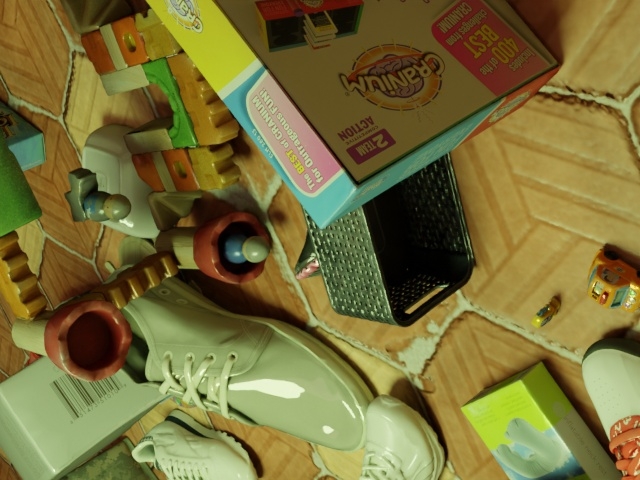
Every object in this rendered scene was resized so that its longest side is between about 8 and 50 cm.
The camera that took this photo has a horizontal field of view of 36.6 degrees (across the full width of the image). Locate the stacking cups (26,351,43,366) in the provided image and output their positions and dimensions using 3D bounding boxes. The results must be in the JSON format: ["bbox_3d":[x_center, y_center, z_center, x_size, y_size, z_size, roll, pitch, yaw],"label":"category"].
[{"bbox_3d":[-0.537,0.292,1.874,0.096,0.096,0.316,40,139,23],"label":"stacking cups"}]

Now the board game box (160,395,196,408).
[{"bbox_3d":[-0.250,0.196,1.504,0.133,0.033,0.169,-26,95,55],"label":"board game box"}]

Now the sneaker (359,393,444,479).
[{"bbox_3d":[0.077,0.285,1.105,0.090,0.115,0.232,19,129,42],"label":"sneaker"}]

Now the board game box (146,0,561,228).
[{"bbox_3d":[0.001,-0.195,0.738,0.316,0.242,0.064,53,146,8],"label":"board game box"}]

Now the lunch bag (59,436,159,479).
[{"bbox_3d":[-0.367,0.540,1.723,0.287,0.235,0.169,49,138,14],"label":"lunch bag"}]

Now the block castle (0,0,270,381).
[{"bbox_3d":[-0.251,-0.109,1.051,0.213,0.303,0.453,-1,116,49],"label":"block castle"}]

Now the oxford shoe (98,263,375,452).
[{"bbox_3d":[-0.132,0.163,1.233,0.449,0.130,0.169,23,125,26],"label":"oxford shoe"}]

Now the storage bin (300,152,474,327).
[{"bbox_3d":[0.059,-0.024,0.894,0.084,0.122,0.180,8,121,47],"label":"storage bin"}]

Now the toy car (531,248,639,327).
[{"bbox_3d":[0.228,0.059,0.823,0.060,0.040,0.122,48,143,14],"label":"toy car"}]

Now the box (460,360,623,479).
[{"bbox_3d":[0.226,0.214,0.940,0.178,0.042,0.109,55,145,6],"label":"box"}]

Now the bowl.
[{"bbox_3d":[-0.268,-0.077,1.279,0.142,0.053,0.142,20,112,41],"label":"bowl"}]

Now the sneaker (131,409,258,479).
[{"bbox_3d":[-0.190,0.341,1.488,0.235,0.095,0.090,10,121,45],"label":"sneaker"}]

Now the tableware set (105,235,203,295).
[{"bbox_3d":[-0.206,0.068,1.355,0.194,0.039,0.128,50,132,2],"label":"tableware set"}]

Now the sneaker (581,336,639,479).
[{"bbox_3d":[0.284,0.213,0.780,0.270,0.145,0.090,52,144,10],"label":"sneaker"}]

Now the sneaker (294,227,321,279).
[{"bbox_3d":[0.000,0.000,1.059,0.119,0.047,0.057,-51,58,50],"label":"sneaker"}]

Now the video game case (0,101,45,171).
[{"bbox_3d":[-0.601,-0.151,1.464,0.244,0.269,0.061,36,137,28],"label":"video game case"}]

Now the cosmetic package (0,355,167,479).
[{"bbox_3d":[-0.390,0.266,1.528,0.156,0.217,0.385,54,155,5],"label":"cosmetic package"}]

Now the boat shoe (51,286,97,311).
[{"bbox_3d":[-0.387,0.130,1.584,0.233,0.079,0.084,-16,101,52],"label":"boat shoe"}]
